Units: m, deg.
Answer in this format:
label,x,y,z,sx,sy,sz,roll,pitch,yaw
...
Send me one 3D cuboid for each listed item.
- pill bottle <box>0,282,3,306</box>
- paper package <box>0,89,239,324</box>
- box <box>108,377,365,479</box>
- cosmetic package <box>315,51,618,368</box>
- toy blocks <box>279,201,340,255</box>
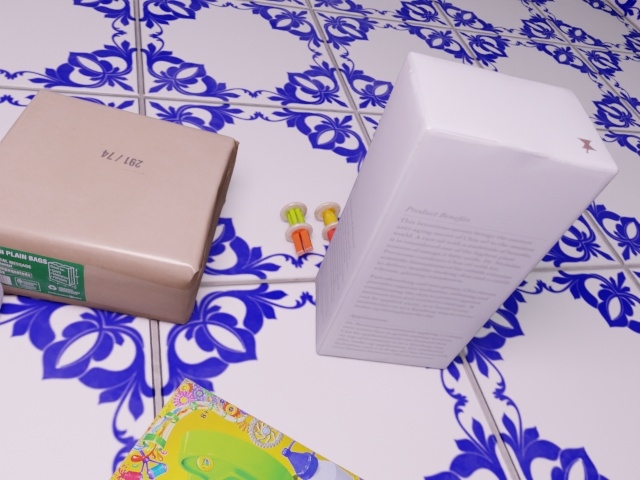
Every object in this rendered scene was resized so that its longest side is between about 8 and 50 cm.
label,x,y,z,sx,sy,sz,roll,pitch,yaw
pill bottle,-0.525,0.068,0.704,0.180,0.107,0.107,16,46,-5
paper package,-0.321,-0.052,0.843,0.325,0.168,0.309,13,47,-9
box,-0.108,0.355,0.546,0.279,0.177,0.290,27,46,7
cosmetic package,0.154,-0.004,0.765,0.230,0.453,0.161,10,48,-12
toy blocks,0.000,0.000,0.984,0.123,0.054,0.148,-3,51,-22
